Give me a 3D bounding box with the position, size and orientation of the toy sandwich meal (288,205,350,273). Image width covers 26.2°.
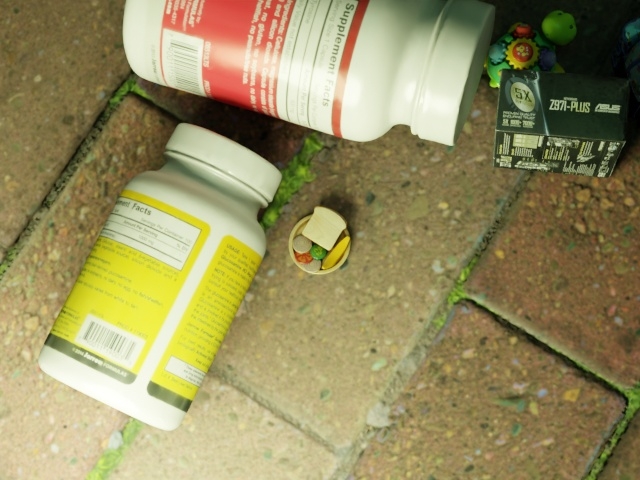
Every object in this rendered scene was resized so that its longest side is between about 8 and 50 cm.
[{"bbox_3d":[0.000,0.000,1.697,0.085,0.029,0.085,-1,78,6],"label":"toy sandwich meal"}]

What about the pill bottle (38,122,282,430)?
[{"bbox_3d":[-0.180,0.040,1.627,0.188,0.188,0.334,25,82,10],"label":"pill bottle"}]

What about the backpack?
[{"bbox_3d":[0.431,-0.222,1.626,0.158,0.173,0.117,-20,77,2],"label":"backpack"}]

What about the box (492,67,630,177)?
[{"bbox_3d":[0.280,-0.136,1.620,0.147,0.180,0.077,5,80,8],"label":"box"}]

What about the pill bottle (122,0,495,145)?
[{"bbox_3d":[-0.010,-0.252,1.650,0.407,0.229,0.229,17,80,9],"label":"pill bottle"}]

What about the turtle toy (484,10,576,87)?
[{"bbox_3d":[0.261,-0.233,1.700,0.130,0.066,0.095,-39,77,-3],"label":"turtle toy"}]
